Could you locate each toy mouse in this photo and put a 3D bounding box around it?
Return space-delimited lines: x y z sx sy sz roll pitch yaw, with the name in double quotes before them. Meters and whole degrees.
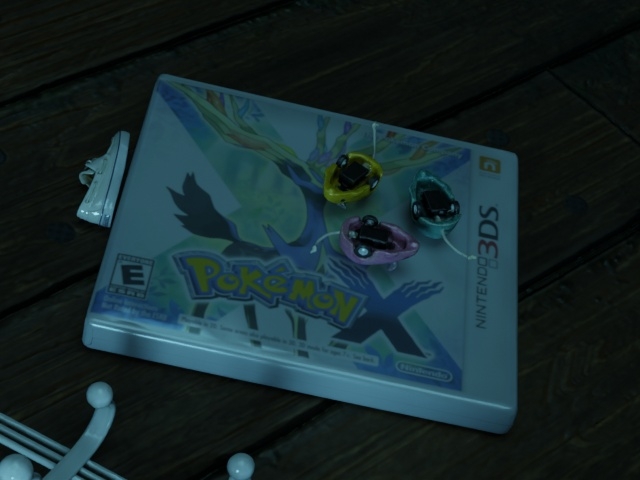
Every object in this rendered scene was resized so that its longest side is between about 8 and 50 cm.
"toy mouse" 0.061 -0.013 1.138 0.143 0.031 0.161 31 46 14

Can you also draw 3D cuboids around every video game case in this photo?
"video game case" 0.000 0.000 1.155 0.328 0.036 0.300 12 44 -4

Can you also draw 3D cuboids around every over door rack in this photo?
"over door rack" -0.210 0.195 0.855 0.239 0.108 0.324 26 45 11

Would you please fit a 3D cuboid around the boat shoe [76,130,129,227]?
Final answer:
"boat shoe" -0.178 -0.053 1.160 0.035 0.035 0.100 13 51 -7
